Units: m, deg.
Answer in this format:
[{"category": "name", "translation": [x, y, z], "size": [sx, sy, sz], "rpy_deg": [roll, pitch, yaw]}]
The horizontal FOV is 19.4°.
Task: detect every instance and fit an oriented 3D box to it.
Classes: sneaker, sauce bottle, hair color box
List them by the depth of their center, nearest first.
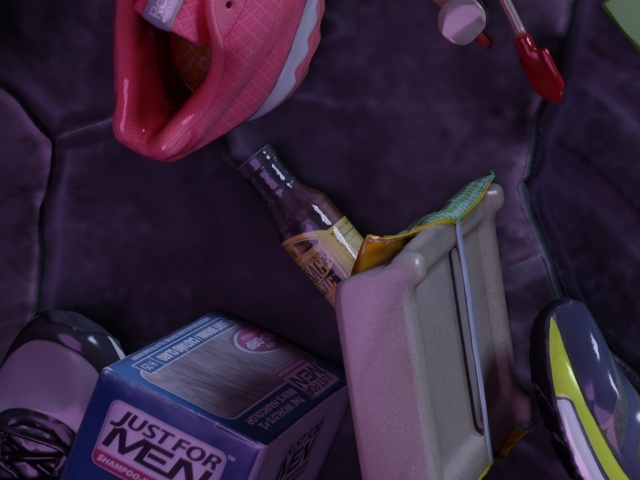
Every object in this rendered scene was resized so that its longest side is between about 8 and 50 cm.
[{"category": "sneaker", "translation": [-0.039, -0.164, 0.970], "size": [0.116, 0.136, 0.314], "rpy_deg": [27, 131, 12]}, {"category": "sneaker", "translation": [0.226, 0.149, 1.068], "size": [0.121, 0.111, 0.300], "rpy_deg": [-36, 96, 1]}, {"category": "hair color box", "translation": [-0.108, 0.227, 1.100], "size": [0.105, 0.174, 0.347], "rpy_deg": [26, 106, 12]}, {"category": "sauce bottle", "translation": [0.000, 0.000, 1.101], "size": [0.042, 0.042, 0.128], "rpy_deg": [-41, 90, 16]}, {"category": "sneaker", "translation": [-0.180, 0.173, 1.141], "size": [0.100, 0.108, 0.271], "rpy_deg": [18, 104, 9]}]

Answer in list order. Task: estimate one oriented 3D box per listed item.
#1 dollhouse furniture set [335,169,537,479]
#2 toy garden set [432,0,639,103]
[{"category": "dollhouse furniture set", "translation": [0.027, 0.130, 1.049], "size": [0.151, 0.197, 0.301], "rpy_deg": [-5, 101, 20]}, {"category": "toy garden set", "translation": [0.110, -0.198, 1.035], "size": [0.204, 0.049, 0.244], "rpy_deg": [-39, 93, 14]}]
